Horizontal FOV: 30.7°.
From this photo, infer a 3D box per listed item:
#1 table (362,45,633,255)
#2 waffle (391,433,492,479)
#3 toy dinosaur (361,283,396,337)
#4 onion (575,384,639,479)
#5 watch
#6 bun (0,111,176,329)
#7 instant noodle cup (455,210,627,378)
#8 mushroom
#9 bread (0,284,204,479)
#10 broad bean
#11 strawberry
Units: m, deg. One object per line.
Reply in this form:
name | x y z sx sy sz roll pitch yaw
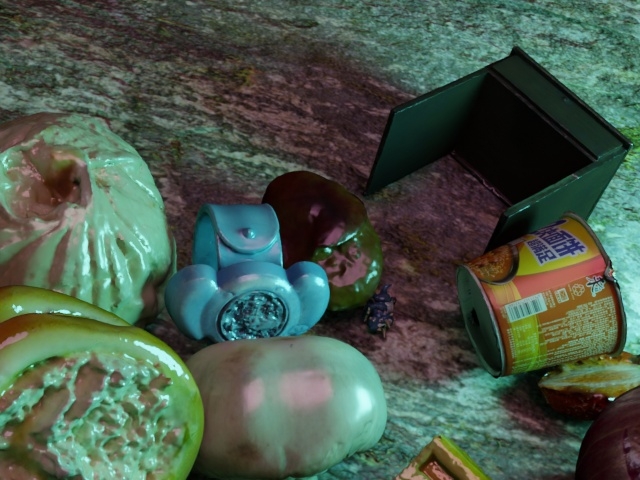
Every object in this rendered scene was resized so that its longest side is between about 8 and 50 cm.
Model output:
table | 0.261 -0.108 1.751 0.282 0.196 0.250 -27 63 -34
waffle | 0.134 0.374 1.316 0.248 0.055 0.221 -42 70 -15
toy dinosaur | 0.084 0.095 1.628 0.047 0.030 0.083 10 48 -10
onion | 0.496 0.288 1.348 0.348 0.385 0.347 19 48 -22
watch | -0.111 0.051 1.522 0.211 0.210 0.193 -1 36 -18
bun | -0.347 -0.025 1.471 0.349 0.227 0.352 23 45 6
instant noodle cup | 0.290 0.084 1.579 0.174 0.213 0.213 -17 55 -8
mushroom | -0.051 0.230 1.371 0.260 0.234 0.254 -3 2 29
bread | -0.279 0.154 1.224 0.316 0.211 0.270 30 3 -37
broad bean | -0.002 -0.002 1.627 0.156 0.122 0.228 -10 50 -23
strawberry | 0.383 0.206 1.579 0.187 0.082 0.146 -3 13 -8
